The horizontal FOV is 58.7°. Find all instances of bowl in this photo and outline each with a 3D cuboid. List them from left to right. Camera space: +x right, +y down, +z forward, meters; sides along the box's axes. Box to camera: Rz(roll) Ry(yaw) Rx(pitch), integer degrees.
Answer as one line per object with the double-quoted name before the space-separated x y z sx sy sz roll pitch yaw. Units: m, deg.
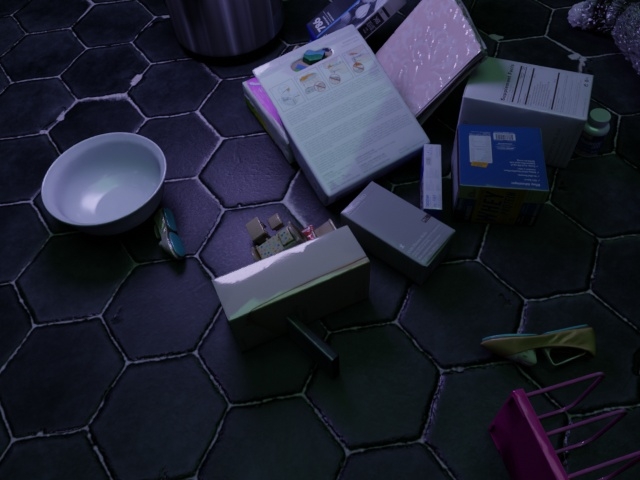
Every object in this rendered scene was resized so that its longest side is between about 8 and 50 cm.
"bowl" -0.512 -0.118 1.408 0.298 0.134 0.297 -2 56 2

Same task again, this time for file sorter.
"file sorter" 0.443 0.395 0.945 0.182 0.202 0.290 -14 55 -8

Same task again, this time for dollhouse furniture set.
"dollhouse furniture set" -0.077 -0.035 1.302 0.182 0.101 0.160 -35 57 8

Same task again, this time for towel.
"towel" 0.284 -0.493 1.540 0.054 0.317 0.331 16 48 -33

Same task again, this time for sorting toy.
"sorting toy" 0.006 -0.469 1.557 0.208 0.038 0.193 14 50 7

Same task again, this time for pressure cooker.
"pressure cooker" -0.300 -0.802 1.702 0.376 0.420 0.369 -21 57 -10

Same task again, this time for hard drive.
"hard drive" -0.014 0.215 1.164 0.022 0.094 0.135 -39 61 -22

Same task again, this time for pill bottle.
"pill bottle" 0.692 -0.274 1.448 0.067 0.120 0.067 -2 54 3

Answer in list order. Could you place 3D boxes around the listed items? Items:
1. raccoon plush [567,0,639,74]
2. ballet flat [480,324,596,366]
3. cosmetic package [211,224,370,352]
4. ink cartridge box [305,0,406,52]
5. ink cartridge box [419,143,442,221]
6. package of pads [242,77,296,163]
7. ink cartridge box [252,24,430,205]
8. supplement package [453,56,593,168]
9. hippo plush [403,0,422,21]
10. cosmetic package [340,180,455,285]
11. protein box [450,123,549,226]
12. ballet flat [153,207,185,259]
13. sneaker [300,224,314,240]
"raccoon plush" 0.882 -0.526 1.626 0.447 0.216 0.299 19 69 51
"ballet flat" 0.444 0.218 1.148 0.233 0.080 0.073 -7 70 0
"cosmetic package" -0.056 0.103 1.209 0.310 0.160 0.113 -24 57 -11
"ink cartridge box" 0.078 -0.648 1.688 0.333 0.065 0.165 -39 56 16
"ink cartridge box" 0.267 -0.128 1.387 0.046 0.097 0.207 4 55 5
"package of pads" -0.053 -0.372 1.577 0.229 0.101 0.296 -26 58 -14
"ink cartridge box" 0.049 -0.323 1.455 0.308 0.091 0.384 -29 81 -12
"supplement package" 0.515 -0.331 1.464 0.293 0.177 0.175 15 58 14
"hippo plush" 0.367 -0.724 1.719 0.294 0.236 0.234 21 54 27
"cosmetic package" 0.174 -0.019 1.314 0.238 0.107 0.127 33 66 20
"protein box" 0.424 -0.159 1.374 0.200 0.136 0.201 4 55 6
"ballet flat" -0.370 -0.007 1.380 0.052 0.057 0.168 -35 52 13
"sneaker" 0.000 0.000 1.348 0.119 0.042 0.067 5 59 10
